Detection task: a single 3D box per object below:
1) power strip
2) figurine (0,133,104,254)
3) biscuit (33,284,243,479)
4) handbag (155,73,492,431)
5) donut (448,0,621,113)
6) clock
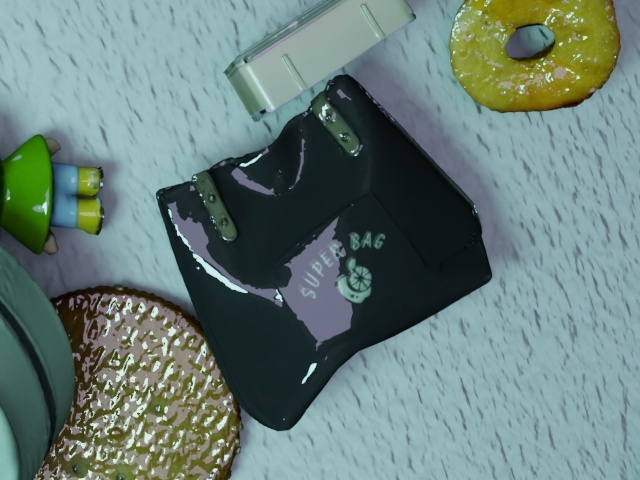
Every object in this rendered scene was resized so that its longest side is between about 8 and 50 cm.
[{"bbox_3d":[-0.412,0.147,1.057,0.357,0.161,0.358,5,119,10],"label":"power strip"},{"bbox_3d":[-0.361,-0.052,1.144,0.263,0.143,0.162,2,89,-22],"label":"figurine"},{"bbox_3d":[-0.236,0.201,1.223,0.305,0.038,0.305,0,93,-8],"label":"biscuit"},{"bbox_3d":[0.000,0.000,1.181,0.342,0.152,0.288,-36,105,-12],"label":"handbag"},{"bbox_3d":[0.240,-0.233,1.245,0.190,0.075,0.174,-21,114,14],"label":"donut"},{"bbox_3d":[-0.004,-0.211,1.187,0.192,0.147,0.071,-34,98,-6],"label":"clock"}]
